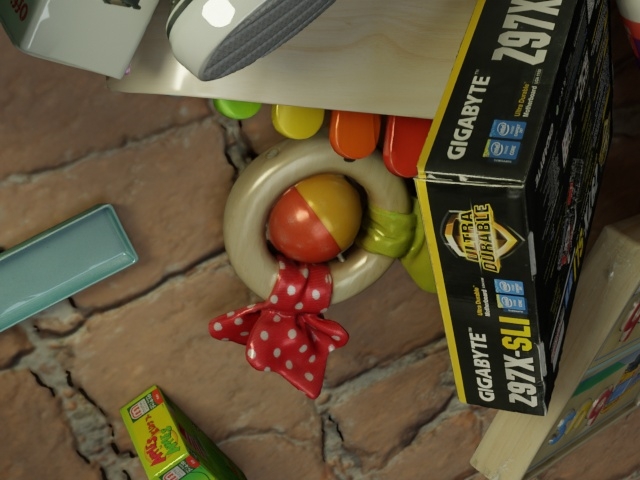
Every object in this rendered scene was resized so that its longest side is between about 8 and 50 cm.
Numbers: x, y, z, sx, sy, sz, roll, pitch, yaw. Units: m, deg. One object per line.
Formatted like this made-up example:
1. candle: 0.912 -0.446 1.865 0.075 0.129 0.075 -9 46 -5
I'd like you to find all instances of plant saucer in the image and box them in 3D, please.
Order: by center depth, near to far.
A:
1. plant saucer: -0.243 0.034 0.893 0.192 0.018 0.067 -29 133 -10

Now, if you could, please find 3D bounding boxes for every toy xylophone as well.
1. toy xylophone: 0.009 -0.181 0.818 0.322 0.081 0.236 11 92 -29

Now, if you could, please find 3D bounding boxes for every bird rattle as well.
1. bird rattle: 0.000 0.000 0.972 0.253 0.143 0.207 -28 123 9

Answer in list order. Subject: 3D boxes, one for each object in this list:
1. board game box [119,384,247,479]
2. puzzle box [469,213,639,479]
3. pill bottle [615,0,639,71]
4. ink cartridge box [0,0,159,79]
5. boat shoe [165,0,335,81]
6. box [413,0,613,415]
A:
1. board game box: -0.113 0.223 1.060 0.043 0.092 0.181 -35 134 -1
2. puzzle box: 0.321 0.084 1.135 0.409 0.052 0.272 -13 134 -52
3. pill bottle: 0.376 -0.112 0.939 0.181 0.181 0.323 -30 113 -8
4. ink cartridge box: -0.137 -0.208 0.696 0.072 0.127 0.175 13 117 -38
5. boat shoe: 0.005 -0.240 0.712 0.335 0.119 0.121 -48 -179 -20
6. box: 0.163 -0.071 0.864 0.257 0.079 0.322 74 30 -48
